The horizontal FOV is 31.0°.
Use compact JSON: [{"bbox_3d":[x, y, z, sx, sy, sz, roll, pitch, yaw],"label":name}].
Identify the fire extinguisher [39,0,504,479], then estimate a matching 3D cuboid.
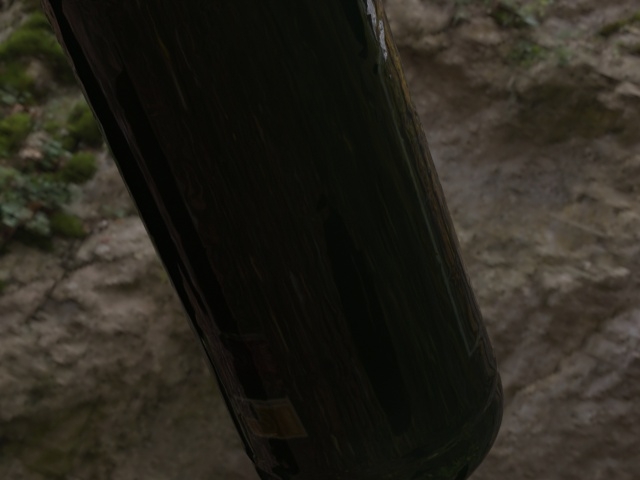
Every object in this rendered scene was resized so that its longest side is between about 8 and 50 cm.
[{"bbox_3d":[0.000,0.000,0.373,0.114,0.095,0.311,7,-52,40],"label":"fire extinguisher"}]
